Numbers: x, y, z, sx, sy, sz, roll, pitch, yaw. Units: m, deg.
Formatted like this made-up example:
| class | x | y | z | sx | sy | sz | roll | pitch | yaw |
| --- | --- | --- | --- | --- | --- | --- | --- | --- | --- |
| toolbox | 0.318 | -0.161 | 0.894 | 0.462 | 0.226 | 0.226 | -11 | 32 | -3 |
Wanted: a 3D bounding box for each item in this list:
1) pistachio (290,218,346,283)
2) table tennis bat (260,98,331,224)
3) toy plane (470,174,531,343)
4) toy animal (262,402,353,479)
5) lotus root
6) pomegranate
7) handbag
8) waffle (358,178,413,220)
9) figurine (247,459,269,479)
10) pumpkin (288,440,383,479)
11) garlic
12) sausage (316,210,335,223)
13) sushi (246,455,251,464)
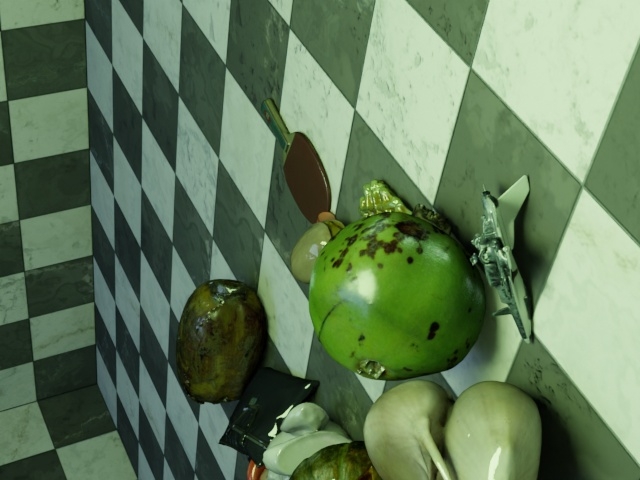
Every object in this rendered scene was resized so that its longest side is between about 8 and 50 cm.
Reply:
| class | x | y | z | sx | sy | sz | roll | pitch | yaw |
| --- | --- | --- | --- | --- | --- | --- | --- | --- | --- |
| pistachio | 0.005 | 0.021 | 1.830 | 0.149 | 0.113 | 0.113 | -55 | 53 | 45 |
| table tennis bat | -0.047 | -0.152 | 1.947 | 0.274 | 0.021 | 0.154 | 62 | 153 | 24 |
| toy plane | 0.232 | 0.030 | 1.360 | 0.160 | 0.082 | 0.234 | -91 | -3 | -71 |
| toy animal | 0.001 | 0.425 | 1.987 | 0.271 | 0.206 | 0.265 | 57 | 170 | -6 |
| lotus root | -0.221 | 0.228 | 2.338 | 0.179 | 0.196 | 0.397 | 51 | 144 | 35 |
| pomegranate | 0.111 | 0.067 | 1.470 | 0.254 | 0.254 | 0.270 | -16 | 48 | 66 |
| handbag | -0.115 | 0.367 | 2.203 | 0.089 | 0.211 | 0.254 | 42 | 164 | -20 |
| waffle | 0.110 | -0.002 | 1.663 | 0.183 | 0.036 | 0.169 | 51 | 148 | 44 |
| figurine | -0.051 | 0.558 | 2.167 | 0.208 | 0.181 | 0.257 | 37 | -179 | -32 |
| pumpkin | 0.060 | 0.492 | 1.742 | 0.192 | 0.320 | 0.320 | 27 | -136 | -78 |
| garlic | 0.165 | 0.292 | 1.390 | 0.340 | 0.231 | 0.246 | 61 | -134 | -83 |
| sausage | 0.000 | 0.000 | 1.910 | 0.034 | 0.034 | 0.129 | 60 | 153 | 31 |
| sushi | -0.116 | 0.499 | 2.386 | 0.078 | 0.090 | 0.150 | 177 | 78 | -70 |
